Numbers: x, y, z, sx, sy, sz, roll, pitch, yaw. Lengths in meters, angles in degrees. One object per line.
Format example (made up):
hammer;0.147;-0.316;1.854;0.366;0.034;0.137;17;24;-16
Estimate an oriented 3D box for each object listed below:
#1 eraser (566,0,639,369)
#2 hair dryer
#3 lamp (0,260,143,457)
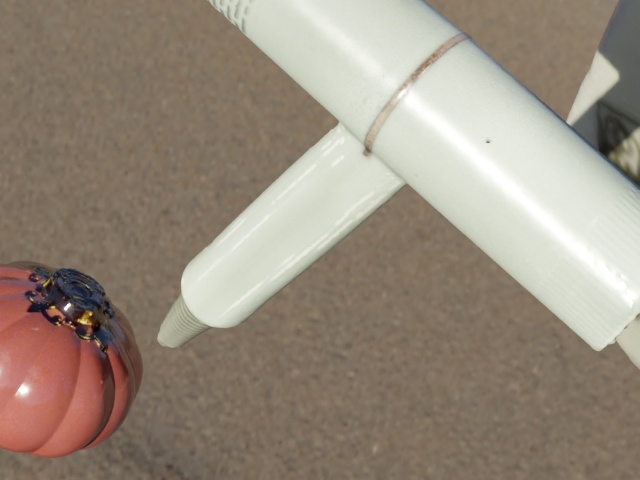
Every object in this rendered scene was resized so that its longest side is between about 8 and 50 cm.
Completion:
eraser;0.238;-0.013;0.757;0.150;0.331;0.331;-25;50;-14
hair dryer;0.005;0.007;0.444;0.155;0.183;0.044;43;46;11
lamp;-0.139;0.057;0.715;0.107;0.092;0.107;29;23;-13
